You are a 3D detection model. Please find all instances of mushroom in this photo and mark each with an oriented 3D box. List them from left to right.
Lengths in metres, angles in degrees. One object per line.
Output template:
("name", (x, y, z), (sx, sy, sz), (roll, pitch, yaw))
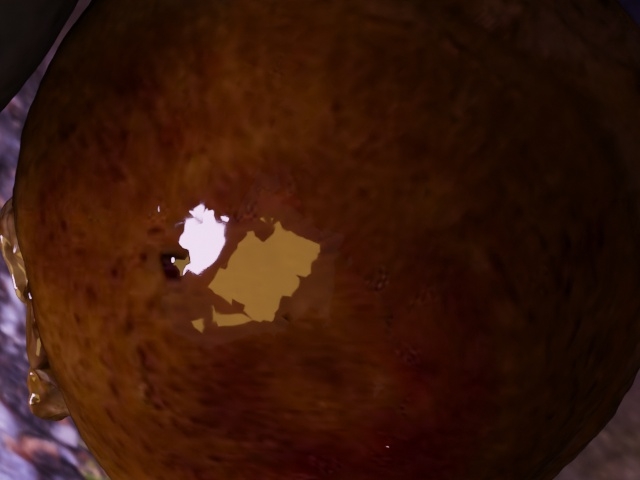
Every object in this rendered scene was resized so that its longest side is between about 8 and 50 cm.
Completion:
("mushroom", (-0.010, 0.008, 0.703), (0.283, 0.195, 0.263), (-15, 116, 41))

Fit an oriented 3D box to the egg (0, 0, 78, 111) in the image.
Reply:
("egg", (-0.225, -0.190, 0.622), (0.345, 0.345, 0.428), (34, 118, 13))
